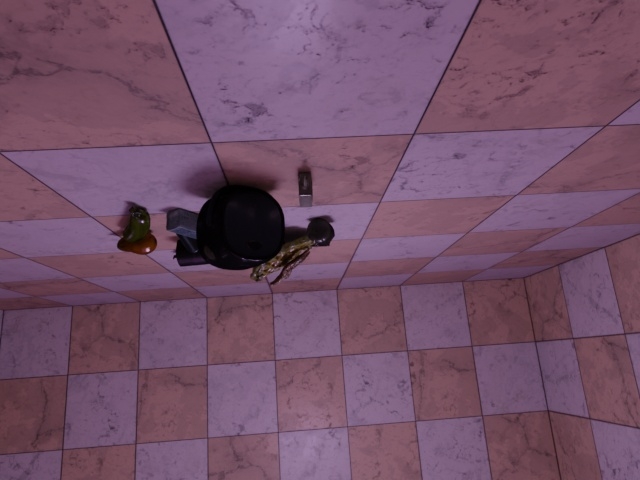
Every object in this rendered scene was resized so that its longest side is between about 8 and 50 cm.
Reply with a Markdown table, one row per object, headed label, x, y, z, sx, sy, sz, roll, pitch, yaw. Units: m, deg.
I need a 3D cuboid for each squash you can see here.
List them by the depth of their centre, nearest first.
| label | x | y | z | sx | sy | sz | roll | pitch | yaw |
| --- | --- | --- | --- | --- | --- | --- | --- | --- | --- |
| squash | -0.640 | -0.045 | 1.593 | 0.080 | 0.071 | 0.318 | 5 | 163 | -27 |

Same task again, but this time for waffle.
| label | x | y | z | sx | sy | sz | roll | pitch | yaw |
| --- | --- | --- | --- | --- | --- | --- | --- | --- | --- |
| waffle | -0.163 | 0.065 | 1.948 | 0.297 | 0.073 | 0.317 | -27 | 169 | -32 |

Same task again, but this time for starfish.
| label | x | y | z | sx | sy | sz | roll | pitch | yaw |
| --- | --- | --- | --- | --- | --- | --- | --- | --- | --- |
| starfish | -0.128 | 0.113 | 1.934 | 0.227 | 0.043 | 0.240 | -46 | 177 | -8 |

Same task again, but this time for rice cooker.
| label | x | y | z | sx | sy | sz | roll | pitch | yaw |
| --- | --- | --- | --- | --- | --- | --- | --- | --- | --- |
| rice cooker | -0.250 | -0.035 | 1.410 | 0.267 | 0.267 | 0.224 | 5 | 169 | -32 |

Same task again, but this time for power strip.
| label | x | y | z | sx | sy | sz | roll | pitch | yaw |
| --- | --- | --- | --- | --- | --- | --- | --- | --- | --- |
| power strip | -0.044 | -0.154 | 1.335 | 0.042 | 0.075 | 0.175 | -2 | 166 | -1 |

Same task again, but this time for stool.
| label | x | y | z | sx | sy | sz | roll | pitch | yaw |
| --- | --- | --- | --- | --- | --- | --- | --- | --- | --- |
| stool | 0.004 | -0.033 | 1.776 | 0.096 | 0.096 | 0.110 | -9 | 168 | 18 |

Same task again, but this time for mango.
| label | x | y | z | sx | sy | sz | roll | pitch | yaw |
| --- | --- | --- | --- | --- | --- | --- | --- | --- | --- |
| mango | -0.702 | 0.005 | 1.759 | 0.159 | 0.084 | 0.105 | 8 | -165 | 18 |

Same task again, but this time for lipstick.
| label | x | y | z | sx | sy | sz | roll | pitch | yaw |
| --- | --- | --- | --- | --- | --- | --- | --- | --- | --- |
| lipstick | -0.425 | -0.042 | 1.653 | 0.077 | 0.076 | 0.289 | -11 | 164 | 30 |

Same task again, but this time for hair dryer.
| label | x | y | z | sx | sy | sz | roll | pitch | yaw |
| --- | --- | --- | --- | --- | --- | --- | --- | --- | --- |
| hair dryer | -0.466 | 0.006 | 1.805 | 0.244 | 0.116 | 0.302 | -7 | 158 | 0 |

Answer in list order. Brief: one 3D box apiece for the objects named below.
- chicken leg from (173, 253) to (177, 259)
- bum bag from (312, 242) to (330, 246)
| label | x | y | z | sx | sy | sz | roll | pitch | yaw |
| --- | --- | --- | --- | --- | --- | --- | --- | --- | --- |
| chicken leg | -0.547 | 0.060 | 2.063 | 0.253 | 0.051 | 0.106 | -7 | 171 | 7 |
| bum bag | 0.000 | 0.000 | 2.028 | 0.109 | 0.026 | 0.159 | 0 | 165 | -11 |
